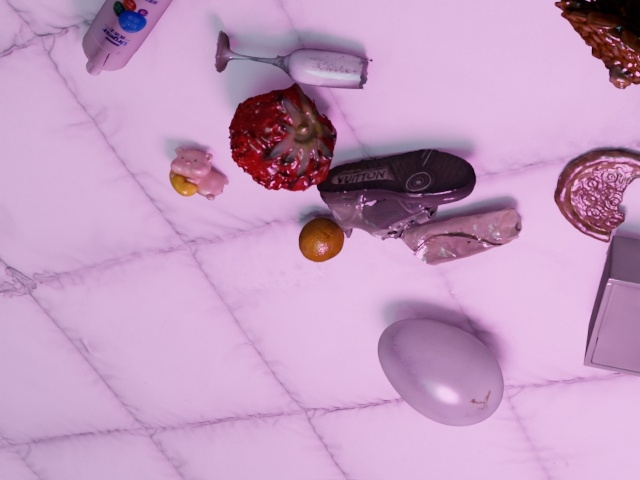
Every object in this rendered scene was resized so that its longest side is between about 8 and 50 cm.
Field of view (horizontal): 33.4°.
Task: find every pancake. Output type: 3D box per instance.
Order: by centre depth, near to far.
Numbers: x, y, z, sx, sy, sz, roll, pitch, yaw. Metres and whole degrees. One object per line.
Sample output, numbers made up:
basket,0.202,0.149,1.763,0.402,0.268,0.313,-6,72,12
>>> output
pancake,0.480,-0.071,1.773,0.184,0.020,0.190,-3,130,25

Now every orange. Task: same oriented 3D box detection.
orange,0.000,0.000,2.004,0.085,0.085,0.095,35,154,-10

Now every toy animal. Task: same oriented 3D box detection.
toy animal,-0.230,-0.126,1.987,0.114,0.091,0.082,24,122,3

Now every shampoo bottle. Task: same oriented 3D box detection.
shampoo bottle,-0.322,-0.376,1.785,0.092,0.092,0.303,37,134,-12

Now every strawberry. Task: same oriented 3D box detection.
strawberry,-0.079,-0.170,1.817,0.201,0.187,0.184,6,109,49

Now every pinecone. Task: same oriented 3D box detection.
pinecone,0.459,-0.317,1.405,0.264,0.264,0.264,12,134,13

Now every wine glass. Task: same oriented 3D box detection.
wine glass,-0.043,-0.292,1.762,0.262,0.074,0.074,11,134,12

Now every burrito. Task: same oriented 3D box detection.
burrito,0.253,-0.008,1.900,0.226,0.060,0.087,-16,118,35

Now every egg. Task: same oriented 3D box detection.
egg,0.231,0.251,2.064,0.264,0.183,0.183,33,136,1

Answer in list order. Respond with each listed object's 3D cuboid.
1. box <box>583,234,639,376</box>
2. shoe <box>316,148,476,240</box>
box,0.586,0.123,1.830,0.225,0.117,0.225,11,135,10
shoe,0.146,-0.066,1.867,0.293,0.109,0.149,-1,134,28
